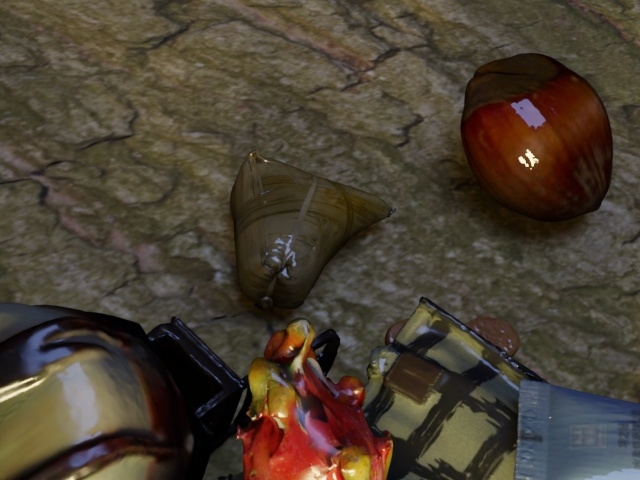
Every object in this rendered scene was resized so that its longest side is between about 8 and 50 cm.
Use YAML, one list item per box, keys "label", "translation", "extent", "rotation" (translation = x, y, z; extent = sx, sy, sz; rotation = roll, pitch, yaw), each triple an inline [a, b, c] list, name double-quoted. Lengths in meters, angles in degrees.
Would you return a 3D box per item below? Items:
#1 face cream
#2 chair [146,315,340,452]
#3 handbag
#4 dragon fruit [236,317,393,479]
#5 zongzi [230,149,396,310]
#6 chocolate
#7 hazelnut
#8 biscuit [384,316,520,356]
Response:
- label: "face cream"
  translation: [0.356, 0.200, 1.142]
  extent: [0.385, 0.086, 0.135]
  rotation: [10, 42, 4]
- label: "chair"
  translation: [-0.100, 0.132, 1.301]
  extent: [0.113, 0.106, 0.229]
  rotation: [42, 47, 19]
- label: "handbag"
  translation: [0.116, 0.251, 1.204]
  extent: [0.327, 0.162, 0.325]
  rotation: [40, 58, 21]
- label: "dragon fruit"
  translation: [-0.011, 0.165, 1.102]
  extent: [0.133, 0.207, 0.150]
  rotation: [-7, 6, -16]
- label: "zongzi"
  translation: [0.000, 0.000, 1.478]
  extent: [0.197, 0.099, 0.194]
  rotation: [13, 44, -17]
- label: "chocolate"
  translation: [-0.241, 0.165, 1.091]
  extent: [0.284, 0.186, 0.283]
  rotation: [-1, 69, 2]
- label: "hazelnut"
  translation: [0.262, -0.121, 1.645]
  extent: [0.181, 0.180, 0.212]
  rotation: [8, 35, 31]
- label: "biscuit"
  translation: [0.141, 0.189, 1.368]
  extent: [0.166, 0.036, 0.250]
  rotation: [2, 55, -12]
